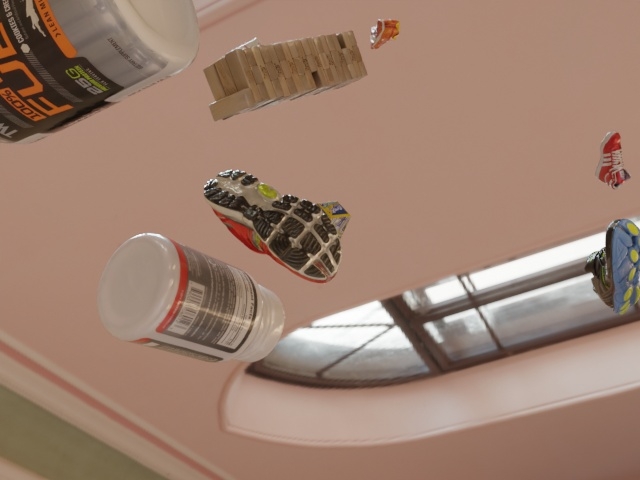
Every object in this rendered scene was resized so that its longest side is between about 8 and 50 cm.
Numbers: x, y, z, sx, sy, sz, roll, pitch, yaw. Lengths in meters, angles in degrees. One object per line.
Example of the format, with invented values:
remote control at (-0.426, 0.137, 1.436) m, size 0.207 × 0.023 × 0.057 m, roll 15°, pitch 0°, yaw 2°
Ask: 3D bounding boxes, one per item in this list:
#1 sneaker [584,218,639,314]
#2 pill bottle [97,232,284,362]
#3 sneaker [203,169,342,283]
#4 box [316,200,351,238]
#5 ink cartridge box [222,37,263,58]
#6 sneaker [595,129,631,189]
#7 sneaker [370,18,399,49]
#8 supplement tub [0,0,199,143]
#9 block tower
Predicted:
sneaker at (0.402, 0.036, 0.967) m, size 0.078 × 0.067 × 0.188 m, roll 39°, pitch 165°, yaw 36°
pill bottle at (-0.250, 0.135, 1.426) m, size 0.363 × 0.210 × 0.210 m, roll 30°, pitch -137°, yaw -50°
sneaker at (-0.069, -0.014, 1.115) m, size 0.279 × 0.107 × 0.118 m, roll 36°, pitch 156°, yaw 30°
box at (0.000, 0.000, 1.469) m, size 0.059 × 0.169 × 0.054 m, roll -8°, pitch -134°, yaw -39°
ink cartridge box at (-0.127, -0.311, 1.276) m, size 0.088 × 0.052 × 0.122 m, roll 51°, pitch -151°, yaw -11°
sneaker at (0.592, -0.158, 1.397) m, size 0.067 × 0.042 × 0.118 m, roll -120°, pitch 18°, yaw -47°
sneaker at (0.169, -0.538, 1.837) m, size 0.175 × 0.067 × 0.064 m, roll -138°, pitch 49°, yaw -80°
supplement tub at (-0.320, -0.234, 0.826) m, size 0.193 × 0.316 × 0.193 m, roll 49°, pitch -150°, yaw -42°
block tower at (-0.051, -0.293, 1.211) m, size 0.335 × 0.091 × 0.097 m, roll -29°, pitch -79°, yaw -46°
